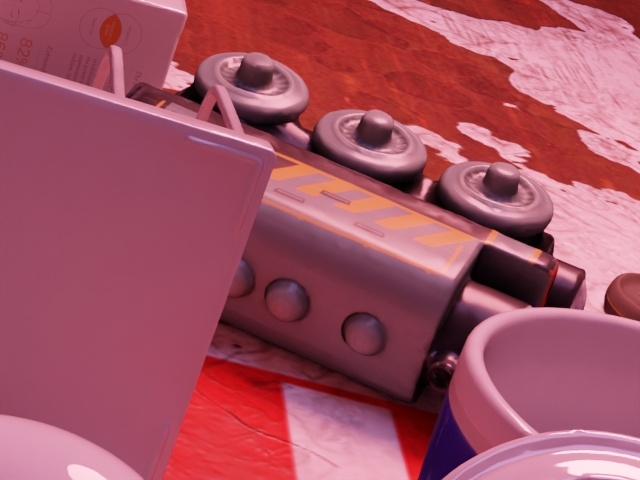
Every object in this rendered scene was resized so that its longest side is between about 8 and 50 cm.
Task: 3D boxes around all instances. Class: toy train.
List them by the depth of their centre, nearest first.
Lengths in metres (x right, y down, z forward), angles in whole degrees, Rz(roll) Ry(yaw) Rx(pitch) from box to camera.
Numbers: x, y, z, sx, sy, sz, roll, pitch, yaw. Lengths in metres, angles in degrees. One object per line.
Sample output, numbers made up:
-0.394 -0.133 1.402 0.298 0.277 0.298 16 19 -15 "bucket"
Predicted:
0.000 0.000 1.206 0.334 0.142 0.190 25 33 10 "toy train"

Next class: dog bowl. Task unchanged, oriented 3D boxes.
0.185 0.143 1.024 0.265 0.104 0.265 17 19 -6 "dog bowl"

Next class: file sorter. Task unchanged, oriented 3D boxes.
-0.191 -0.020 0.974 0.278 0.193 0.173 16 17 -13 "file sorter"

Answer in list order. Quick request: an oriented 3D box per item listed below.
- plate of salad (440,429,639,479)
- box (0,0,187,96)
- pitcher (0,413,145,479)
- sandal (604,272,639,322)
0.123 0.179 0.851 0.200 0.048 0.200 2 59 -3 "plate of salad"
-0.196 -0.139 1.375 0.170 0.130 0.091 15 19 -13 "box"
-0.142 0.125 0.775 0.207 0.125 0.178 17 1 27 "pitcher"
0.287 0.068 1.375 0.090 0.060 0.219 7 23 -30 "sandal"
